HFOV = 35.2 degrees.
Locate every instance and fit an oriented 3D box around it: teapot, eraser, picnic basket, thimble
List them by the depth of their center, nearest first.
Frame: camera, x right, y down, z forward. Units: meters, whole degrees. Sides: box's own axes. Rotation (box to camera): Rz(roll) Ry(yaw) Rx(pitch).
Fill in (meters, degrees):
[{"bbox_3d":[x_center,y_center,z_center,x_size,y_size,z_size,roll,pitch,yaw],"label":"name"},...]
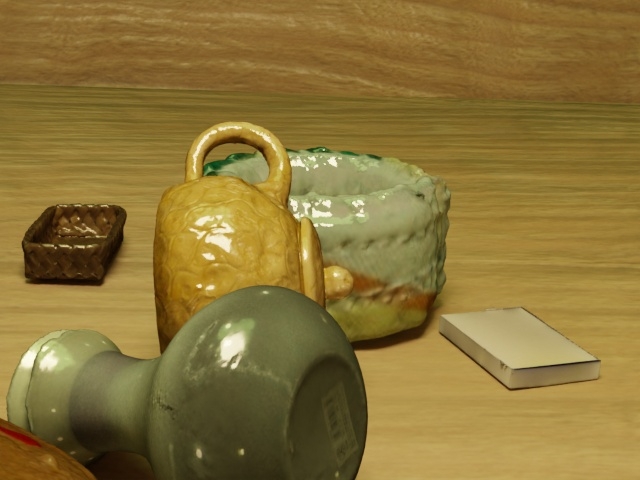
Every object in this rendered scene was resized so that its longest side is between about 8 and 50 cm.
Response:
[{"bbox_3d":[-0.099,0.120,0.721,0.251,0.183,0.183,1,14,33],"label":"teapot"},{"bbox_3d":[-0.055,0.030,0.891,0.167,0.311,0.203,-4,-27,-2],"label":"teapot"},{"bbox_3d":[0.199,0.106,1.031,0.104,0.023,0.150,-3,18,-21],"label":"eraser"},{"bbox_3d":[0.000,0.000,1.104,0.288,0.167,0.254,1,19,-4],"label":"thimble"},{"bbox_3d":[-0.299,0.001,1.238,0.110,0.054,0.193,1,18,-2],"label":"picnic basket"}]

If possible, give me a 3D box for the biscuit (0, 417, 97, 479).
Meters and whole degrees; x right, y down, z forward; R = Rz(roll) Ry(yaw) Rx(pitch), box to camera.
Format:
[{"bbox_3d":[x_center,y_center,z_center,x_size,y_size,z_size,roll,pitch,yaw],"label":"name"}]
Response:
[{"bbox_3d":[-0.274,0.121,0.605,0.273,0.049,0.257,16,-1,10],"label":"biscuit"}]
